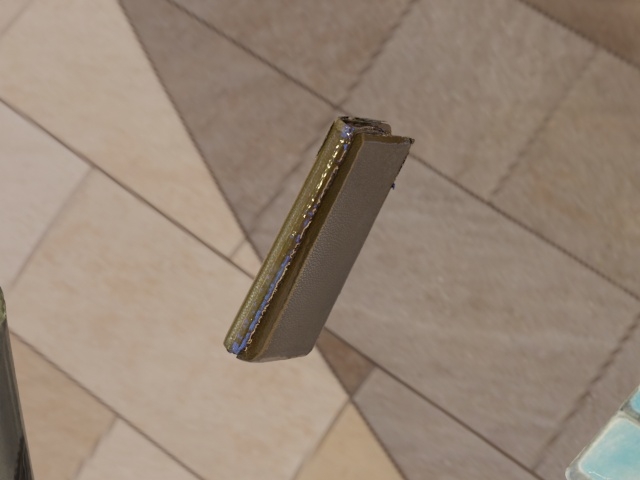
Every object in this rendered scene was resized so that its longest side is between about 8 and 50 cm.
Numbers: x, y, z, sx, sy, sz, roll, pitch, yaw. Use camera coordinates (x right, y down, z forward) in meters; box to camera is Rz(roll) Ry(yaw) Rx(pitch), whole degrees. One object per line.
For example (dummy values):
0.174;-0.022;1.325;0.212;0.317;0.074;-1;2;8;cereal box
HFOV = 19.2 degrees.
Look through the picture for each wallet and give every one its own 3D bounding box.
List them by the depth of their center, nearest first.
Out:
0.000;0.000;1.435;0.031;0.110;0.198;33;106;25;wallet

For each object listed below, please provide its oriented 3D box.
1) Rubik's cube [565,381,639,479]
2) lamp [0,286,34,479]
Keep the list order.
0.379;0.190;1.358;0.256;0.253;0.259;-50;44;-9;Rubik's cube
-0.142;0.021;0.467;0.121;0.215;0.121;-16;30;9;lamp
